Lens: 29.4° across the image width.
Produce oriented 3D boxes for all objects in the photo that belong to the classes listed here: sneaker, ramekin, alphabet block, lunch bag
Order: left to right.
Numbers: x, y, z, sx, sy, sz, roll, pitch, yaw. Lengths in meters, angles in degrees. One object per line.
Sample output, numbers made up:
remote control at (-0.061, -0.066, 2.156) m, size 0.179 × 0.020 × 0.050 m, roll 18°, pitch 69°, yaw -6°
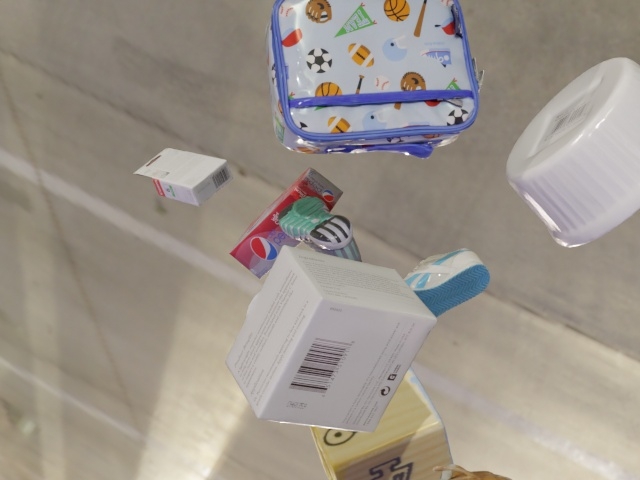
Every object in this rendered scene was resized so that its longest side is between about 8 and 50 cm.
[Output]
sneaker at (0.000, 0.000, 1.967) m, size 0.098 × 0.083 × 0.223 m, roll 63°, pitch 170°, yaw -24°
lunch bag at (0.077, -0.235, 1.718) m, size 0.303 × 0.243 × 0.115 m, roll -4°, pitch 167°, yaw -13°
alphabet block at (0.101, 0.346, 2.065) m, size 0.192 × 0.197 × 0.193 m, roll -119°, pitch 10°, yaw -53°
sneaker at (0.190, 0.087, 2.222) m, size 0.092 × 0.228 × 0.087 m, roll -115°, pitch 5°, yaw -59°
ramekin at (0.399, -0.136, 1.778) m, size 0.135 × 0.277 × 0.277 m, roll 41°, pitch 154°, yaw -12°

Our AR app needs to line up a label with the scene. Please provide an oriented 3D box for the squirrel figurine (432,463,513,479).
squirrel figurine at (0.088, 0.434, 1.486) m, size 0.281 × 0.370 × 0.397 m, roll 43°, pitch 146°, yaw 25°

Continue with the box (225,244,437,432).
box at (0.011, 0.122, 1.480) m, size 0.182 × 0.181 × 0.119 m, roll 12°, pitch -154°, yaw -34°

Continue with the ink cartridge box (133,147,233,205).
ink cartridge box at (-0.169, -0.079, 1.492) m, size 0.115 × 0.063 × 0.029 m, roll 14°, pitch 136°, yaw 42°

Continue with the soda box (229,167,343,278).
soda box at (-0.069, -0.031, 2.315) m, size 0.083 × 0.092 × 0.263 m, roll 40°, pitch 140°, yaw -7°
